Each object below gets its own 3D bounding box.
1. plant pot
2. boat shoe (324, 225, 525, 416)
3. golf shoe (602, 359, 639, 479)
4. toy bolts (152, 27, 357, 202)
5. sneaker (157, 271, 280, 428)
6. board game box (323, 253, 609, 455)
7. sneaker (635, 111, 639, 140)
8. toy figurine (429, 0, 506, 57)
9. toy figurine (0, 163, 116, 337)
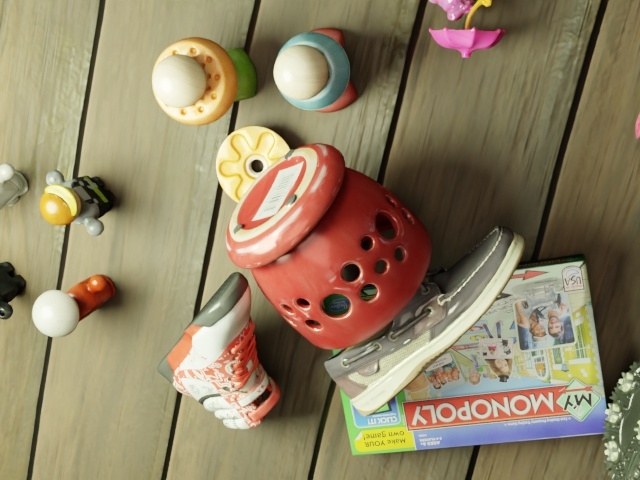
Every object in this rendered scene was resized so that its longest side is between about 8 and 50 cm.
[{"bbox_3d":[0.000,0.000,1.004,0.191,0.191,0.174,-40,116,16],"label":"plant pot"},{"bbox_3d":[0.113,0.083,1.021,0.092,0.103,0.285,41,112,-2],"label":"boat shoe"},{"bbox_3d":[0.408,0.159,0.999,0.120,0.105,0.273,19,93,-12],"label":"golf shoe"},{"bbox_3d":[-0.068,-0.150,1.032,0.228,0.158,0.218,-18,96,15],"label":"toy bolts"},{"bbox_3d":[-0.098,0.142,1.080,0.145,0.090,0.270,40,144,-1],"label":"sneaker"},{"bbox_3d":[0.177,0.144,1.093,0.317,0.046,0.214,-9,98,14],"label":"board game box"},{"bbox_3d":[0.482,-0.101,0.921,0.299,0.112,0.121,11,137,12],"label":"sneaker"},{"bbox_3d":[0.175,-0.289,0.987,0.173,0.130,0.159,51,118,22],"label":"toy figurine"},{"bbox_3d":[-0.376,0.011,1.137,0.213,0.148,0.210,9,102,11],"label":"toy figurine"}]
